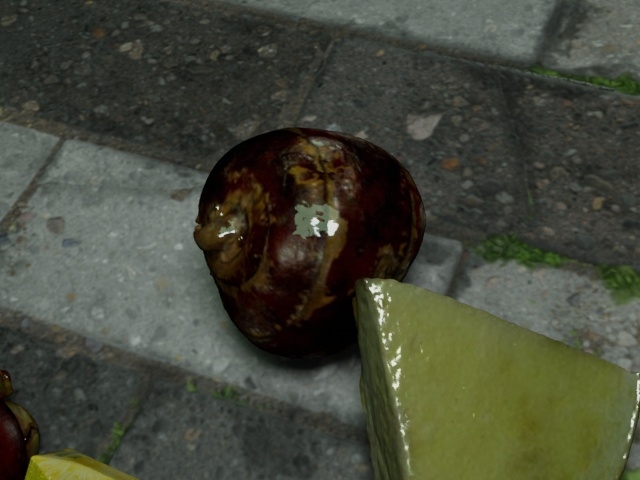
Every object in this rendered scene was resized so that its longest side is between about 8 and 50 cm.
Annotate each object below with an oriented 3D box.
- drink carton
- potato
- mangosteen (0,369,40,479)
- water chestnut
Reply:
[{"bbox_3d":[-0.166,0.249,0.930,0.200,0.084,0.075,20,91,21],"label":"drink carton"},{"bbox_3d":[0.114,0.194,0.903,0.269,0.112,0.255,20,70,-7],"label":"potato"},{"bbox_3d":[-0.346,0.183,0.961,0.199,0.200,0.200,-4,54,5],"label":"mangosteen"},{"bbox_3d":[0.000,0.000,1.022,0.223,0.238,0.224,-16,64,37],"label":"water chestnut"}]
